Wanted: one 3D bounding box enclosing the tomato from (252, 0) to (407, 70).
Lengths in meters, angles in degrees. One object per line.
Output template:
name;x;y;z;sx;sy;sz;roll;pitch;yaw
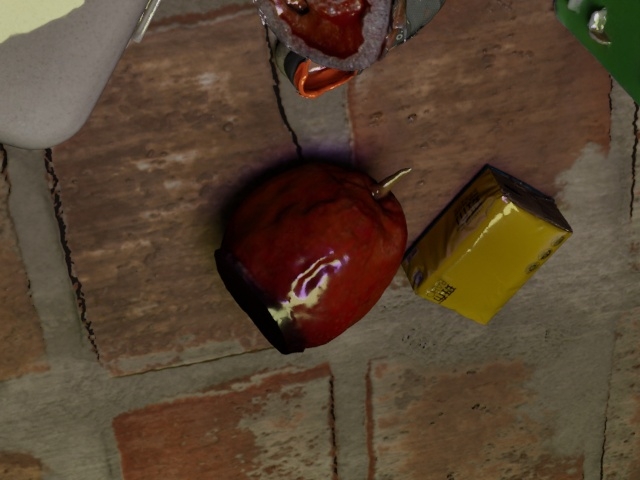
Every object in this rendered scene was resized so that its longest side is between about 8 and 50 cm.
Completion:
tomato;0.034;-0.292;1.600;0.181;0.155;0.214;24;134;10

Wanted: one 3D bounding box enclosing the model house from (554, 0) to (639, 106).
model house;0.462;-0.320;1.706;0.313;0.242;0.357;-8;133;-32

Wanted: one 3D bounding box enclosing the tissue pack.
tissue pack;0.194;0.009;1.966;0.120;0.082;0.169;25;120;-31

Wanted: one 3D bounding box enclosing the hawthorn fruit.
hawthorn fruit;0.000;0.000;1.846;0.189;0.189;0.251;33;101;-36

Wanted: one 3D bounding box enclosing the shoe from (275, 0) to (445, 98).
shoe;0.047;-0.207;1.736;0.194;0.077;0.074;-26;132;7

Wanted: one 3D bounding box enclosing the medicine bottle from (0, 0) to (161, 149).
medicine bottle;-0.267;-0.273;1.514;0.282;0.123;0.375;19;108;-29
